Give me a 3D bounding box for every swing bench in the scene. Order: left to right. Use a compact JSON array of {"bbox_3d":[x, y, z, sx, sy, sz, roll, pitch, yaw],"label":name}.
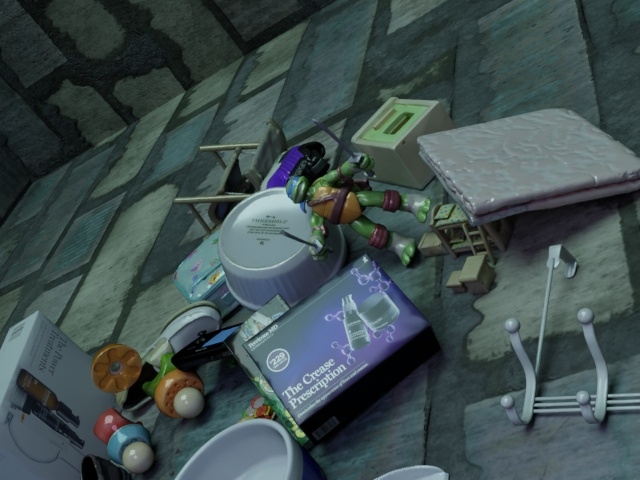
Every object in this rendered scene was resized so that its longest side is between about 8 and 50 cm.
[{"bbox_3d":[-0.212,-0.158,2.214,0.254,0.165,0.253,-17,34,27],"label":"swing bench"}]

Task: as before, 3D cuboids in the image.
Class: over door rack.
[{"bbox_3d":[0.387,0.098,1.141,0.239,0.108,0.324,-12,38,41],"label":"over door rack"}]

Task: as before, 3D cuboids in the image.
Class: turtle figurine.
[{"bbox_3d":[0.061,-0.051,1.545,0.275,0.266,0.198,118,168,-72],"label":"turtle figurine"}]

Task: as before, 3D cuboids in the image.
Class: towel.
[{"bbox_3d":[0.360,-0.138,1.464,0.316,0.054,0.332,-13,29,-4],"label":"towel"}]

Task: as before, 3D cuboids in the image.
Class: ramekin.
[{"bbox_3d":[-0.090,0.010,1.738,0.272,0.127,0.273,-11,52,14],"label":"ramekin"}]

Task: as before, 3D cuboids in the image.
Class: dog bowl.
[{"bbox_3d":[-0.121,0.414,1.298,0.264,0.104,0.265,-30,28,18],"label":"dog bowl"}]

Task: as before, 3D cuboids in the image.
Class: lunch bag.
[{"bbox_3d":[-0.198,0.050,1.935,0.279,0.108,0.224,-43,27,-6],"label":"lunch bag"}]

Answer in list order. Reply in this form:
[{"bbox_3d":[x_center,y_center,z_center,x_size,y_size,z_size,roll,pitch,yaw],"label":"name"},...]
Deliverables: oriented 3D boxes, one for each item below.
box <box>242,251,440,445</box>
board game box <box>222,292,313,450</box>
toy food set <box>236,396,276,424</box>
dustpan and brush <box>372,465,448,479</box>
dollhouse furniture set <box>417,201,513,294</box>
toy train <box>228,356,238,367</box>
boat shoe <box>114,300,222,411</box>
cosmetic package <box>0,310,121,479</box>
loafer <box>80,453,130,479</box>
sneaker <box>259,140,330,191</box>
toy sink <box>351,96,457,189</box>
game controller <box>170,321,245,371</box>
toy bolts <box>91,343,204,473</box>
[{"bbox_3d":[0.034,0.173,1.373,0.261,0.103,0.184,-37,53,-6],"label":"box"},{"bbox_3d":[-0.051,0.222,1.452,0.136,0.030,0.260,-39,56,-4],"label":"board game box"},{"bbox_3d":[-0.114,0.317,1.526,0.083,0.020,0.083,-20,33,34],"label":"toy food set"},{"bbox_3d":[0.066,0.383,1.159,0.211,0.060,0.147,-23,32,29],"label":"dustpan and brush"},{"bbox_3d":[0.219,0.013,1.480,0.181,0.101,0.161,-11,39,43],"label":"dollhouse furniture set"},{"bbox_3d":[-0.170,0.229,1.733,0.023,0.017,0.083,-32,26,37],"label":"toy train"},{"bbox_3d":[-0.321,0.256,1.790,0.302,0.113,0.103,-44,27,15],"label":"boat shoe"},{"bbox_3d":[-0.552,0.363,1.714,0.097,0.284,0.377,-30,29,15],"label":"cosmetic package"},{"bbox_3d":[-0.407,0.509,1.519,0.109,0.095,0.302,-36,27,7],"label":"loafer"},{"bbox_3d":[-0.052,-0.158,2.071,0.146,0.102,0.293,-23,31,27],"label":"sneaker"},{"bbox_3d":[0.174,-0.222,1.856,0.153,0.131,0.234,-46,27,-13],"label":"toy sink"},{"bbox_3d":[-0.136,0.183,1.629,0.319,0.067,0.166,-19,-2,23],"label":"game controller"},{"bbox_3d":[-0.354,0.333,1.633,0.158,0.218,0.229,29,89,55],"label":"toy bolts"}]
